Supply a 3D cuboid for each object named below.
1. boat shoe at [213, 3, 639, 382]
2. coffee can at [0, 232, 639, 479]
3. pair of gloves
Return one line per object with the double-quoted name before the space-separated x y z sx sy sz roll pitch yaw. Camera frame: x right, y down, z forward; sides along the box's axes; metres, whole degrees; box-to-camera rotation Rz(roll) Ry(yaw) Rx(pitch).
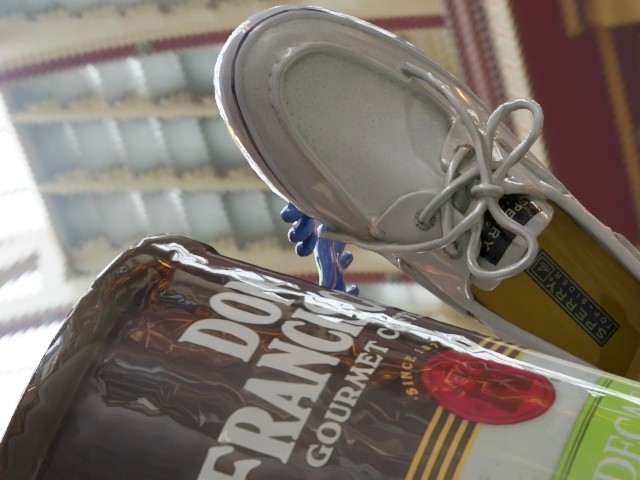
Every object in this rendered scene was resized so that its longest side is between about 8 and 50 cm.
"boat shoe" 0.097 -0.013 1.203 0.367 0.156 0.136 42 -98 -14
"coffee can" 0.049 0.131 0.614 0.201 0.275 0.202 16 -90 -76
"pair of gloves" 0.000 0.000 1.377 0.023 0.159 0.198 -12 -69 7
